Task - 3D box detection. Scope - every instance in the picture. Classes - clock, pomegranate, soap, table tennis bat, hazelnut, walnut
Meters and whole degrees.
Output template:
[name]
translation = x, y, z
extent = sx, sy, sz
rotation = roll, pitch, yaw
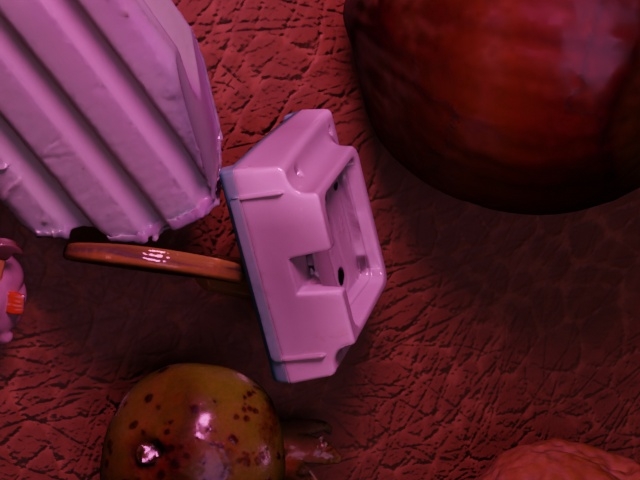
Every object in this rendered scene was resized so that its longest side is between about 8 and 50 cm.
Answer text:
[clock]
translation = 0.000, 0.000, 1.733
extent = 0.116, 0.231, 0.262
rotation = -5, 110, 23
[pomegranate]
translation = -0.120, 0.275, 1.778
extent = 0.286, 0.231, 0.231
rotation = 33, 91, -35
[soap]
translation = -0.280, -0.191, 1.572
extent = 0.261, 0.156, 0.446
rotation = -27, 125, 13
[table tennis bat]
translation = -0.147, 0.036, 1.732
extent = 0.321, 0.198, 0.050
rotation = 11, 84, -43
[hazelnut]
translation = 0.241, -0.236, 1.685
extent = 0.402, 0.402, 0.429
rotation = 3, 109, -20
[walnut]
translation = 0.331, 0.408, 1.892
extent = 0.306, 0.344, 0.306
rotation = -4, 111, -11

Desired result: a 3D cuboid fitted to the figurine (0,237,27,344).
[figurine]
translation = -0.409, 0.078, 1.682
extent = 0.229, 0.112, 0.137
rotation = -39, 105, 7
